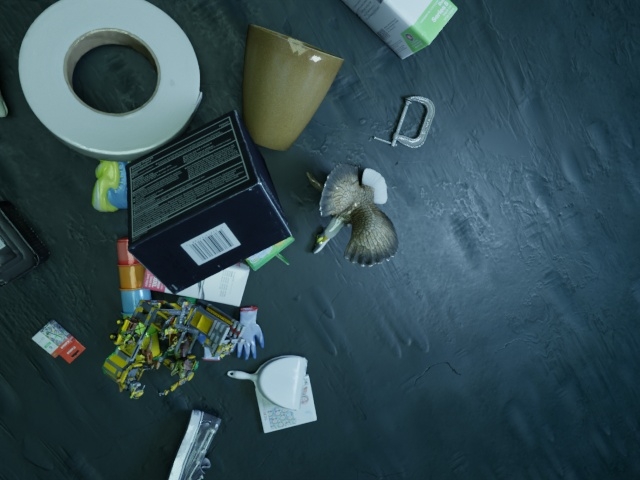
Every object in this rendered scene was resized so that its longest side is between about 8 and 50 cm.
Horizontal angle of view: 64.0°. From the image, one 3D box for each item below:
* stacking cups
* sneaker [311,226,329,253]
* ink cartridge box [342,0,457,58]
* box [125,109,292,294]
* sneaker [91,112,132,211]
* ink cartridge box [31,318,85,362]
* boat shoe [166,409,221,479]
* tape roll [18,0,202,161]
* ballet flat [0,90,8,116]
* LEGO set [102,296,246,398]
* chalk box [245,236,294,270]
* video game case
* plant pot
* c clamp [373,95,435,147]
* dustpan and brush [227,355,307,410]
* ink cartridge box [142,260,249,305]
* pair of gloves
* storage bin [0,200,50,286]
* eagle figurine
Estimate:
[{"bbox_3d":[-0.467,0.150,1.319,0.095,0.096,0.317,-3,99,-10],"label":"stacking cups"},{"bbox_3d":[0.000,0.000,1.411,0.035,0.031,0.083,40,87,0],"label":"sneaker"},{"bbox_3d":[0.168,-0.595,1.251,0.272,0.198,0.115,39,91,-14],"label":"ink cartridge box"},{"bbox_3d":[-0.253,-0.091,1.134,0.296,0.294,0.183,-26,137,3],"label":"box"},{"bbox_3d":[-0.491,-0.187,1.273,0.126,0.091,0.240,6,98,-30],"label":"sneaker"},{"bbox_3d":[-0.679,0.267,1.331,0.063,0.029,0.115,-43,103,-1],"label":"ink cartridge box"},{"bbox_3d":[-0.357,0.621,1.415,0.102,0.108,0.302,20,88,-11],"label":"boat shoe"},{"bbox_3d":[-0.475,-0.378,1.188,0.391,0.072,0.393,2,83,-16],"label":"tape roll"},{"bbox_3d":[-0.811,-0.285,1.184,0.124,0.116,0.343,29,94,-34],"label":"ballet flat"},{"bbox_3d":[-0.326,0.266,1.227,0.192,0.331,0.255,27,84,21],"label":"LEGO set"},{"bbox_3d":[-0.158,-0.016,1.325,0.132,0.132,0.213,-37,102,-3],"label":"chalk box"},{"bbox_3d":[-0.099,0.469,1.474,0.157,0.019,0.143,-11,101,-8],"label":"video game case"},{"bbox_3d":[-0.096,-0.358,1.246,0.237,0.237,0.255,16,110,-12],"label":"plant pot"},{"bbox_3d":[0.239,-0.324,1.400,0.137,0.022,0.161,23,95,-13],"label":"c clamp"},{"bbox_3d":[-0.154,0.386,1.428,0.211,0.060,0.148,12,73,-10],"label":"dustpan and brush"},{"bbox_3d":[-0.308,0.077,1.292,0.237,0.172,0.100,13,98,-12],"label":"ink cartridge box"},{"bbox_3d":[-0.255,0.257,1.408,0.198,0.023,0.160,0,101,-6],"label":"pair of gloves"},{"bbox_3d":[-0.771,0.006,1.244,0.122,0.084,0.180,-33,104,-3],"label":"storage bin"},{"bbox_3d":[0.078,-0.074,1.271,0.226,0.298,0.225,8,97,-11],"label":"eagle figurine"}]
